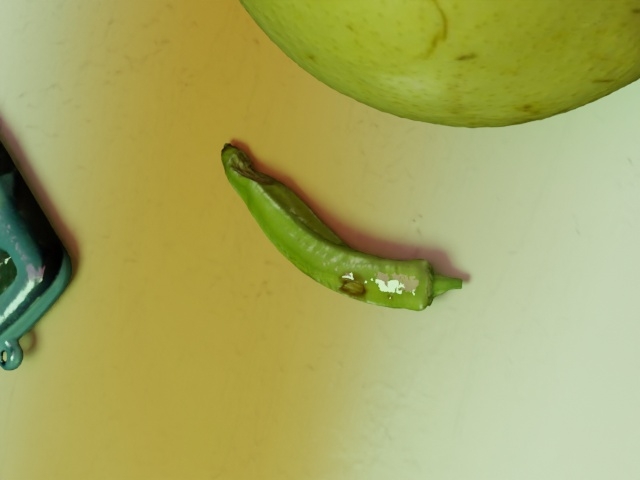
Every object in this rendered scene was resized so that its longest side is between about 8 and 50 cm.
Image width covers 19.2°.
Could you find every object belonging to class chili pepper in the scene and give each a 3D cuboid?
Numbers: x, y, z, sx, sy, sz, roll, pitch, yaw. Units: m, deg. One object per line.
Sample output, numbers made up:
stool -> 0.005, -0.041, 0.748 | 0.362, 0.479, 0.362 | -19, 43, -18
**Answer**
chili pepper -> -0.001, 0.001, 1.308 | 0.208, 0.043, 0.049 | 30, 115, 23

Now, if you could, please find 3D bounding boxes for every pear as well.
pear -> 0.087, -0.237, 1.107 | 0.348, 0.348, 0.348 | 0, 90, 25

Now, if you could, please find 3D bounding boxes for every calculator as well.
calculator -> -0.305, -0.022, 1.447 | 0.173, 0.051, 0.293 | -39, 75, 19
